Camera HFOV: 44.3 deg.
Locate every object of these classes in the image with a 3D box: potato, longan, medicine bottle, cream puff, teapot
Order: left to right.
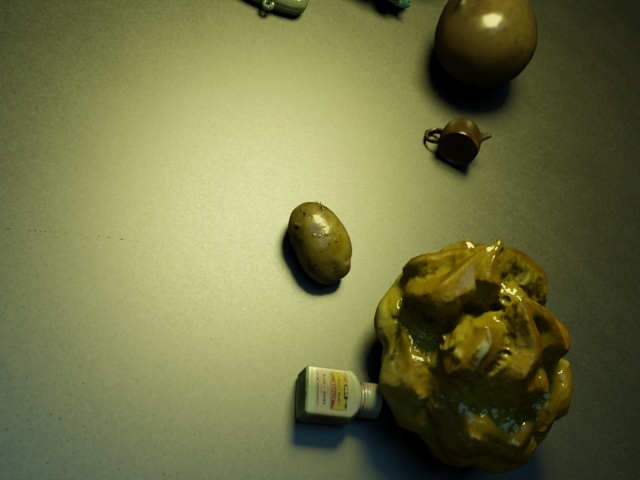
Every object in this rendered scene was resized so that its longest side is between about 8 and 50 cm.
[{"bbox_3d":[0.000,0.000,1.241,0.091,0.070,0.138,-21,73,-27],"label":"potato"},{"bbox_3d":[0.027,0.228,1.145,0.118,0.055,0.074,11,60,-16],"label":"medicine bottle"},{"bbox_3d":[0.249,-0.188,1.433,0.121,0.076,0.068,8,46,17],"label":"teapot"},{"bbox_3d":[0.312,-0.386,1.486,0.196,0.196,0.220,27,50,-6],"label":"longan"},{"bbox_3d":[0.247,0.151,1.135,0.291,0.257,0.324,12,54,-19],"label":"cream puff"}]

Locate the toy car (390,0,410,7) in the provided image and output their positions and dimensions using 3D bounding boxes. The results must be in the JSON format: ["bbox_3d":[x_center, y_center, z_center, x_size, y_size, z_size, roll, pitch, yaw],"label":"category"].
[{"bbox_3d":[0.106,-0.520,1.550,0.161,0.098,0.126,52,29,-24],"label":"toy car"}]

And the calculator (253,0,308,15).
[{"bbox_3d":[-0.074,-0.526,1.497,0.141,0.045,0.246,20,60,-10],"label":"calculator"}]
